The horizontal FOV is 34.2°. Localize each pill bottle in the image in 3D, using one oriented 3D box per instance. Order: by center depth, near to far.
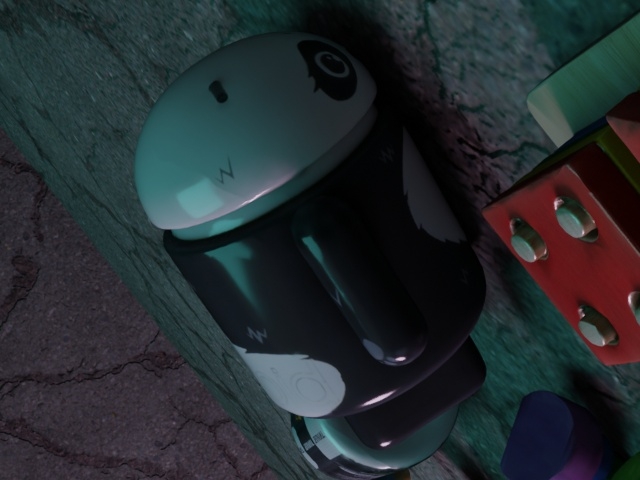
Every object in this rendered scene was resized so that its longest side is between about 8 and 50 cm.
[{"bbox_3d":[0.040,0.160,0.986,0.130,0.130,0.246,49,164,8],"label":"pill bottle"}]

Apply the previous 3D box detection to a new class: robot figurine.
[{"bbox_3d":[0.002,-0.001,0.677,0.209,0.173,0.278,-10,121,45],"label":"robot figurine"}]

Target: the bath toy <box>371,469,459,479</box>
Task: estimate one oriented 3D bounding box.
[{"bbox_3d":[0.168,0.329,1.004,0.348,0.151,0.129,23,134,43],"label":"bath toy"}]

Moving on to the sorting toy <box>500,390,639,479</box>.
[{"bbox_3d":[0.259,0.200,0.598,0.126,0.127,0.365,26,-176,-35],"label":"sorting toy"}]

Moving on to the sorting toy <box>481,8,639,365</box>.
[{"bbox_3d":[0.187,0.025,0.367,0.257,0.089,0.255,52,164,-1],"label":"sorting toy"}]
